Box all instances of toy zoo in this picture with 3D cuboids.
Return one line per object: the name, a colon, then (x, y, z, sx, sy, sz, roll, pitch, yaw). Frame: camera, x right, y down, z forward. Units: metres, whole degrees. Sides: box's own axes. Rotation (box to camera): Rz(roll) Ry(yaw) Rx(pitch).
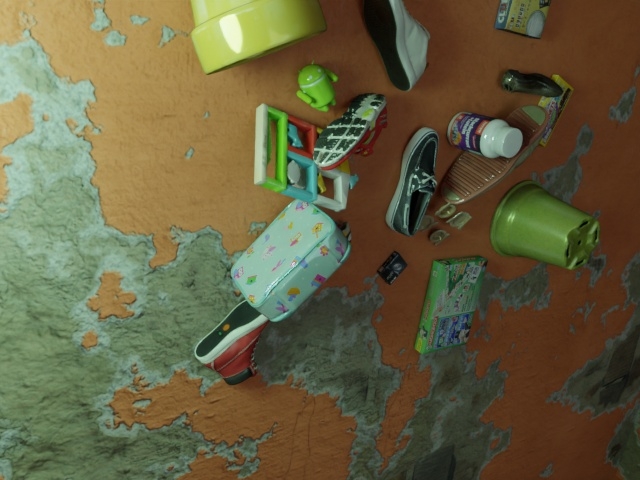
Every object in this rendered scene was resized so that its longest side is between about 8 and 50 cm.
toy zoo: (-0.025, -0.181, 1.334, 0.293, 0.030, 0.192, 15, 65, -39)

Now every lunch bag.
lunch bag: (-0.071, 0.038, 1.348, 0.279, 0.224, 0.108, -45, 125, -3)

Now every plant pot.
plant pot: (-0.144, -0.467, 1.071, 0.254, 0.254, 0.239, -28, 108, -22)
plant pot: (0.746, -0.032, 1.865, 0.276, 0.254, 0.276, -15, 118, -30)

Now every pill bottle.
pill bottle: (0.456, -0.289, 1.584, 0.108, 0.193, 0.108, -14, 117, -30)

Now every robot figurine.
robot figurine: (-0.009, -0.352, 1.312, 0.101, 0.067, 0.115, -43, 128, -15)

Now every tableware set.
tableware set: (0.363, -0.053, 1.701, 0.141, 0.020, 0.169, -38, 137, 24)

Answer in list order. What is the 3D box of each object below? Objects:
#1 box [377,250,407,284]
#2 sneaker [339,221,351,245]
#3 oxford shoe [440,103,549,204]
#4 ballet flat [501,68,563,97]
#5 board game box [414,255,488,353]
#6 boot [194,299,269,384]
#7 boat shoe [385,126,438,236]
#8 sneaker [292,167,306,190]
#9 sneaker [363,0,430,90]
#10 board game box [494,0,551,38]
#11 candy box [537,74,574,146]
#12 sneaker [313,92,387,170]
box: (0.213, 0.082, 1.693, 0.083, 0.018, 0.067, -47, 129, -9)
sneaker: (0.000, 0.000, 1.483, 0.185, 0.069, 0.084, -15, 110, -36)
oxford shoe: (0.527, -0.226, 1.706, 0.397, 0.140, 0.146, -39, 148, -3)
ballet flat: (0.634, -0.462, 1.718, 0.250, 0.084, 0.058, -2, 139, -33)
board game box: (0.431, 0.210, 1.886, 0.213, 0.046, 0.317, -3, 112, -33)
boot: (-0.175, 0.257, 1.459, 0.244, 0.088, 0.176, -40, 128, -4)
boat shoe: (0.273, -0.157, 1.574, 0.108, 0.102, 0.301, 11, 104, -38)
sneaker: (-0.035, -0.160, 1.397, 0.051, 0.070, 0.134, 36, 56, -1)
sneaker: (0.190, -0.511, 1.369, 0.123, 0.106, 0.290, -47, 139, -17)
board game box: (0.581, -0.701, 1.587, 0.165, 0.042, 0.243, -2, 111, -35)
candy box: (0.732, -0.413, 1.832, 0.105, 0.027, 0.206, 20, 98, -35)
sneaker: (0.089, -0.242, 1.372, 0.279, 0.107, 0.118, -49, 137, -32)
